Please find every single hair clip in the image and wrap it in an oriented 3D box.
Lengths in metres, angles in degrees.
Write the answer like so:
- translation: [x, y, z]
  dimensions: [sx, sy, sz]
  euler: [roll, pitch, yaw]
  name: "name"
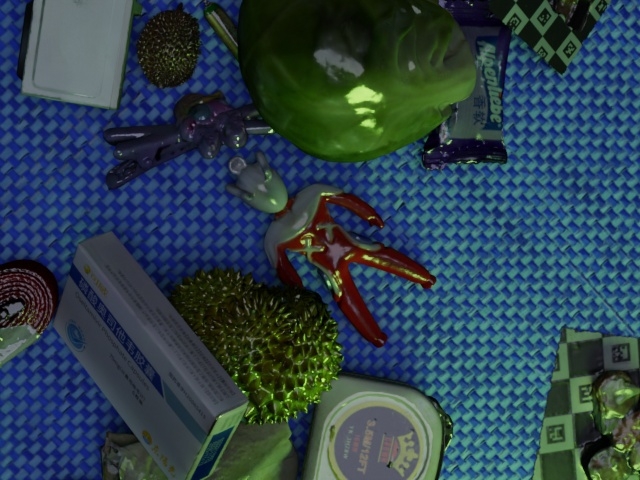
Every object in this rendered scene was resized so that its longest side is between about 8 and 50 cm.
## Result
- translation: [-0.205, -0.157, 1.834]
  dimensions: [0.278, 0.137, 0.090]
  euler: [-23, 136, -5]
  name: "hair clip"

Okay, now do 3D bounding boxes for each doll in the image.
- translation: [0.000, 0.000, 1.901]
  dimensions: [0.384, 0.099, 0.188]
  euler: [43, 88, -18]
  name: "doll"

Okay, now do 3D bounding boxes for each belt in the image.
- translation: [-0.489, 0.115, 1.817]
  dimensions: [0.201, 0.124, 0.128]
  euler: [-37, 100, -4]
  name: "belt"

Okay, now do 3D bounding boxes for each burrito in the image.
- translation: [-0.173, 0.358, 1.869]
  dimensions: [0.331, 0.135, 0.190]
  euler: [-9, 92, -24]
  name: "burrito"

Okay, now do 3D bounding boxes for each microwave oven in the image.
- translation: [-0.353, -0.304, 1.780]
  dimensions: [0.163, 0.129, 0.205]
  euler: [10, 96, -8]
  name: "microwave oven"

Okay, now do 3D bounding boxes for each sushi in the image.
- translation: [0.535, 0.338, 2.040]
  dimensions: [0.320, 0.069, 0.339]
  euler: [9, 96, -10]
  name: "sushi"
- translation: [0.360, -0.395, 1.905]
  dimensions: [0.215, 0.050, 0.192]
  euler: [33, 91, -39]
  name: "sushi"

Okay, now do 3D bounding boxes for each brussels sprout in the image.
- translation: [0.054, -0.265, 1.775]
  dimensions: [0.354, 0.289, 0.281]
  euler: [-2, 142, -13]
  name: "brussels sprout"

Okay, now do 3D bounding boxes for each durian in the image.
- translation: [-0.214, -0.299, 1.827]
  dimensions: [0.110, 0.071, 0.140]
  euler: [26, 74, -46]
  name: "durian"
- translation: [-0.100, 0.164, 1.819]
  dimensions: [0.291, 0.291, 0.225]
  euler: [16, 89, -11]
  name: "durian"

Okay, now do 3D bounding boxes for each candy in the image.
- translation: [0.235, -0.246, 1.915]
  dimensions: [0.145, 0.070, 0.275]
  euler: [1, 93, -16]
  name: "candy"

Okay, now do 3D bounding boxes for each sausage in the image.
- translation: [-0.099, -0.264, 1.875]
  dimensions: [0.033, 0.033, 0.269]
  euler: [-38, 101, -3]
  name: "sausage"

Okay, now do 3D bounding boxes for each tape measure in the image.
- translation: [0.086, 0.356, 1.936]
  dimensions: [0.231, 0.133, 0.271]
  euler: [12, 87, -1]
  name: "tape measure"

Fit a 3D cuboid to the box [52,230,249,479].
- translation: [-0.255, 0.175, 1.753]
  dimensions: [0.065, 0.200, 0.343]
  euler: [-23, 62, -40]
  name: "box"
